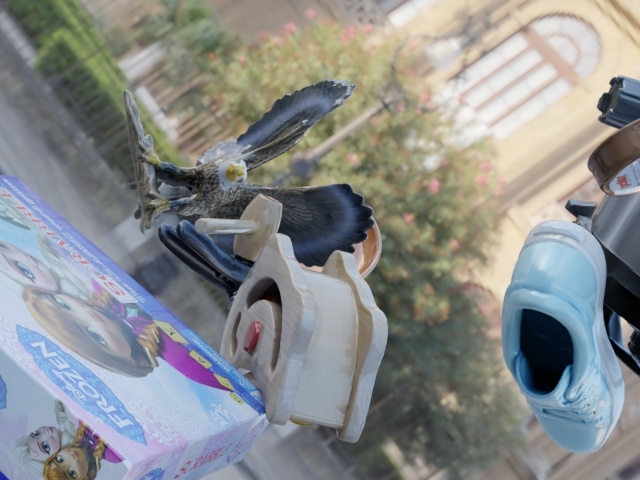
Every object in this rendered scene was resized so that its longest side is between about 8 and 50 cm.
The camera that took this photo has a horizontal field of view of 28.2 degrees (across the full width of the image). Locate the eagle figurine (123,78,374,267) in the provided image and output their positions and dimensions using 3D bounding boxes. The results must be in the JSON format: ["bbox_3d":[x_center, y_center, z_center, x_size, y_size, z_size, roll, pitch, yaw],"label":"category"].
[{"bbox_3d":[-0.095,-0.081,1.660,0.225,0.298,0.226,-120,-153,-58],"label":"eagle figurine"}]

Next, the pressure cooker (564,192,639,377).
[{"bbox_3d":[0.518,0.005,1.578,0.375,0.420,0.370,24,16,-15],"label":"pressure cooker"}]

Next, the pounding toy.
[{"bbox_3d":[-0.057,0.073,1.108,0.155,0.154,0.269,16,20,-19],"label":"pounding toy"}]

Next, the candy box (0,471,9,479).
[{"bbox_3d":[-0.352,0.162,1.390,0.317,0.122,0.268,22,4,-8],"label":"candy box"}]

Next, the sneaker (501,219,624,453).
[{"bbox_3d":[0.270,0.153,1.511,0.135,0.150,0.366,9,-44,31],"label":"sneaker"}]

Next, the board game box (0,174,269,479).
[{"bbox_3d":[-0.208,0.062,0.944,0.319,0.066,0.318,39,9,11],"label":"board game box"}]

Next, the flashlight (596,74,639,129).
[{"bbox_3d":[0.572,-0.165,1.892,0.304,0.103,0.103,19,38,-6],"label":"flashlight"}]

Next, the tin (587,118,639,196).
[{"bbox_3d":[0.346,-0.100,1.205,0.106,0.190,0.040,42,23,-61],"label":"tin"}]

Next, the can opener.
[{"bbox_3d":[-0.116,0.024,1.406,0.186,0.059,0.073,32,46,-48],"label":"can opener"}]

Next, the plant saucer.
[{"bbox_3d":[0.000,0.000,2.093,0.200,0.200,0.037,53,-31,22],"label":"plant saucer"}]
